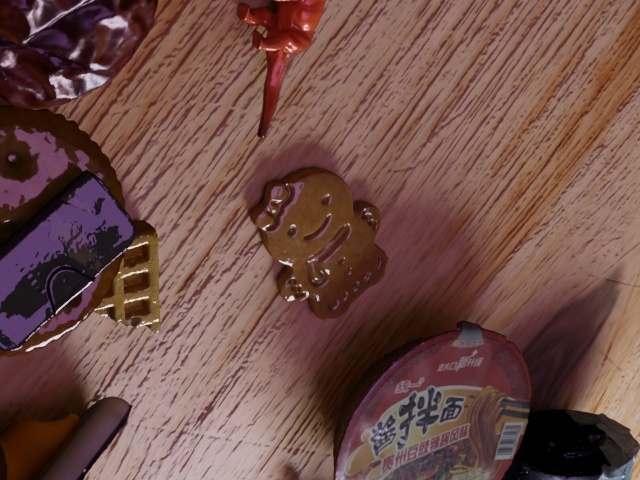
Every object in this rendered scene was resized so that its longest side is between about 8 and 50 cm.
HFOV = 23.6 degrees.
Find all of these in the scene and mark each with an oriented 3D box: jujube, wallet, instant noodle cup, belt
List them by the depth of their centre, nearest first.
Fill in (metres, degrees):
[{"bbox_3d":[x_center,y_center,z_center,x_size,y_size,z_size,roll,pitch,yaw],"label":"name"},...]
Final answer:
[{"bbox_3d":[-0.233,-0.223,1.129,0.213,0.213,0.232,-53,131,-4],"label":"jujube"},{"bbox_3d":[-0.227,0.018,1.266,0.157,0.018,0.082,-41,117,-14],"label":"wallet"},{"bbox_3d":[0.103,0.199,1.671,0.274,0.091,0.274,-17,121,-30],"label":"instant noodle cup"},{"bbox_3d":[0.290,0.263,1.805,0.198,0.151,0.078,-10,116,-36],"label":"belt"}]

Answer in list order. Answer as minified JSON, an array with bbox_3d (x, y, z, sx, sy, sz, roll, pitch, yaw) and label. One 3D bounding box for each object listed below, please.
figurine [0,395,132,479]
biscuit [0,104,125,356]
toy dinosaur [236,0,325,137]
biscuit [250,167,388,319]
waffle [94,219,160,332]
[{"bbox_3d":[-0.299,0.198,1.378,0.141,0.166,0.250,43,52,-7],"label":"figurine"},{"bbox_3d":[-0.270,-0.007,1.283,0.221,0.066,0.220,-7,104,-29],"label":"biscuit"},{"bbox_3d":[-0.022,-0.232,1.394,0.101,0.055,0.279,6,107,-49],"label":"toy dinosaur"},{"bbox_3d":[0.006,0.000,1.544,0.133,0.027,0.184,-32,127,-19],"label":"biscuit"},{"bbox_3d":[-0.236,0.054,1.390,0.191,0.032,0.125,-15,124,-28],"label":"waffle"}]
